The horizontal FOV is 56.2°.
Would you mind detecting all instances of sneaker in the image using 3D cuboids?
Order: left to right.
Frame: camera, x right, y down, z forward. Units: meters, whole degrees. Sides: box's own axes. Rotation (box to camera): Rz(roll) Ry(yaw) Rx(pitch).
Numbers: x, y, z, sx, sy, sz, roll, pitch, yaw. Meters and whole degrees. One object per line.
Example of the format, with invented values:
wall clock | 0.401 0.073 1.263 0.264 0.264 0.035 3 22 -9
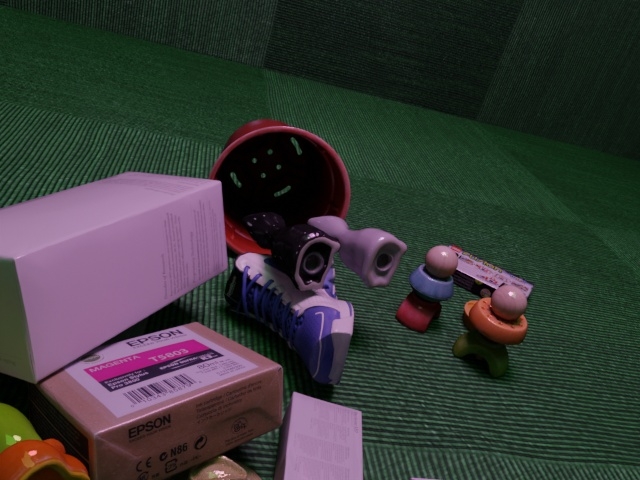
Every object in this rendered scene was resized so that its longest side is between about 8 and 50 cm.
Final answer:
sneaker | -0.062 0.108 0.963 0.182 0.127 0.315 7 22 -12

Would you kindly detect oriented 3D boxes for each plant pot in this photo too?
plant pot | -0.100 -0.128 1.238 0.272 0.272 0.265 10 20 -15

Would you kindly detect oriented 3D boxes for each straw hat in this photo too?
straw hat | -0.118 0.274 0.668 0.144 0.061 0.144 13 27 -7

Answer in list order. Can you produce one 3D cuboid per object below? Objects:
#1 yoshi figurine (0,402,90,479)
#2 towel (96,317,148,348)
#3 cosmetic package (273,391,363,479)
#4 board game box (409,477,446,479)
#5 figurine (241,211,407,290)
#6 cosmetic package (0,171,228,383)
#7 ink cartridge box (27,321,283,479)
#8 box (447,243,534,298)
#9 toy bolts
yoshi figurine | -0.401 0.168 0.565 0.362 0.203 0.203 29 36 28
towel | -0.417 0.077 0.893 0.325 0.038 0.248 13 28 -11
cosmetic package | -0.004 0.291 0.699 0.099 0.060 0.239 17 27 -5
board game box | 0.215 0.399 0.635 0.193 0.053 0.305 11 28 -15
figurine | 0.000 0.000 0.994 0.215 0.092 0.209 2 18 -33
cosmetic package | -0.308 0.019 0.801 0.197 0.155 0.365 9 22 26
ink cartridge box | -0.192 0.184 0.703 0.235 0.088 0.193 -12 20 -43
box | 0.360 0.083 1.330 0.207 0.036 0.114 28 29 20
toy bolts | 0.277 0.102 1.111 0.228 0.158 0.218 26 28 16
